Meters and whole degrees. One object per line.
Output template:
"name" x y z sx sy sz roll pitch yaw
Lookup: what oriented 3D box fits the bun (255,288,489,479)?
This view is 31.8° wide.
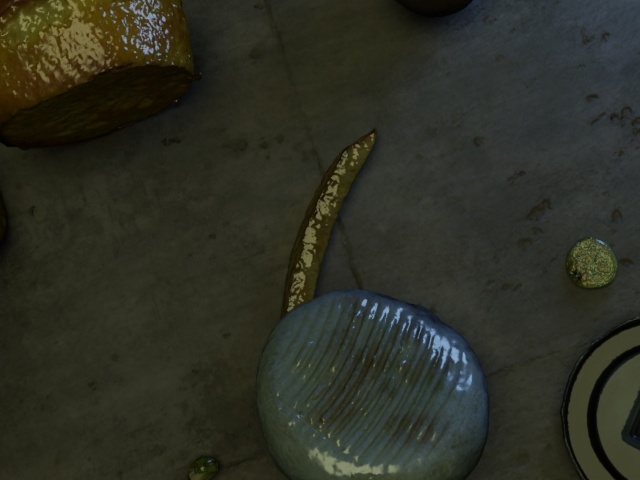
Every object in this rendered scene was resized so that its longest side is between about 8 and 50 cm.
"bun" 0.072 0.245 1.680 0.361 0.211 0.362 0 61 -1

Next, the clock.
"clock" 0.526 0.273 1.696 0.325 0.067 0.325 -1 80 9

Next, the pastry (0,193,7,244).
"pastry" -0.614 -0.073 1.851 0.132 0.235 0.240 -27 86 -1

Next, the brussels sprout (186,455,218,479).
"brussels sprout" -0.188 0.388 1.796 0.051 0.046 0.083 -1 80 15

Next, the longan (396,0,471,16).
"longan" 0.193 -0.465 1.823 0.198 0.198 0.212 18 88 11

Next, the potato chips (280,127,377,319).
"potato chips" 0.000 0.000 1.832 0.080 0.057 0.407 18 82 -2

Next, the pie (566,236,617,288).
"pie" 0.430 0.035 1.779 0.085 0.017 0.085 -2 80 10

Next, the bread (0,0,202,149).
"bread" -0.396 -0.295 1.796 0.398 0.398 0.215 -21 83 5
